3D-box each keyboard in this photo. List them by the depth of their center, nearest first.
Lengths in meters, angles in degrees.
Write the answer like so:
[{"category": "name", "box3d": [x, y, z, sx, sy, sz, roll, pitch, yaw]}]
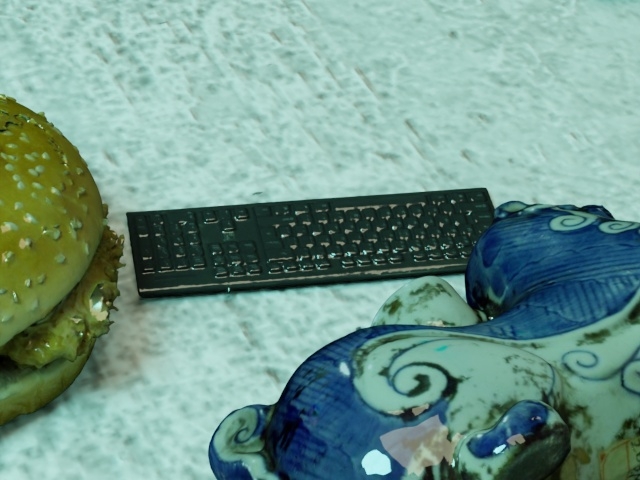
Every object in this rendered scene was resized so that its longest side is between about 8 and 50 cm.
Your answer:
[{"category": "keyboard", "box3d": [0.000, 0.000, 0.889, 0.202, 0.011, 0.067, -4, 45, -10]}]

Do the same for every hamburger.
[{"category": "hamburger", "box3d": [-0.185, 0.008, 0.793, 0.191, 0.118, 0.182, 26, 52, 13]}]

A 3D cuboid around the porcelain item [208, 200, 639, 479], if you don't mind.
[{"category": "porcelain item", "box3d": [0.085, 0.065, 0.751, 0.288, 0.138, 0.186, -24, 42, -27]}]
